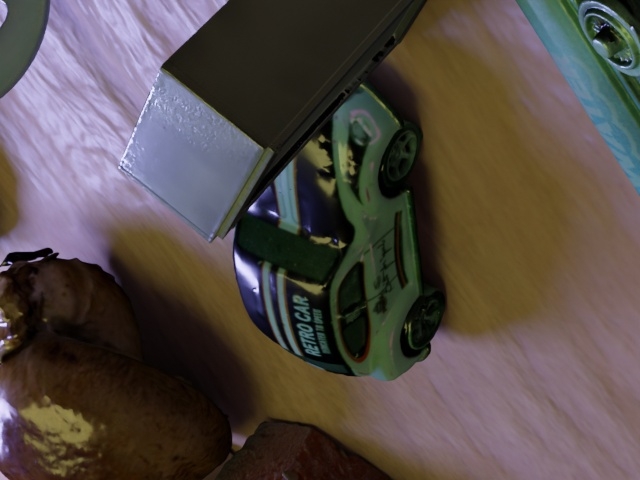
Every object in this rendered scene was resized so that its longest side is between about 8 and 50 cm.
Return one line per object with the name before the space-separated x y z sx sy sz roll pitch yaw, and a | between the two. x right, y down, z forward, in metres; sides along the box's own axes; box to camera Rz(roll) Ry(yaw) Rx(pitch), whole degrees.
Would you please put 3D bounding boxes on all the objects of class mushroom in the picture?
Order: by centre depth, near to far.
mushroom | -0.230 0.144 1.864 0.283 0.195 0.263 54 165 -16

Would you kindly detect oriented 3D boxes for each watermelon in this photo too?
watermelon | 0.004 0.274 1.816 0.256 0.193 0.140 50 149 13

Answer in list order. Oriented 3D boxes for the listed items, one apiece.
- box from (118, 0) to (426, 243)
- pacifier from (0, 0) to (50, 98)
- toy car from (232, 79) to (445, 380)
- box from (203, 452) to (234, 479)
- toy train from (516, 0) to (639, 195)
box | -0.017 -0.120 1.284 0.086 0.225 0.129 39 149 3
pacifier | -0.347 -0.209 1.618 0.279 0.227 0.207 41 -172 2
toy car | 0.000 0.000 1.510 0.136 0.125 0.306 23 145 28
box | -0.168 0.313 1.985 0.095 0.212 0.168 49 148 -10
toy train | 0.208 -0.094 1.212 0.248 0.101 0.159 56 161 -21
